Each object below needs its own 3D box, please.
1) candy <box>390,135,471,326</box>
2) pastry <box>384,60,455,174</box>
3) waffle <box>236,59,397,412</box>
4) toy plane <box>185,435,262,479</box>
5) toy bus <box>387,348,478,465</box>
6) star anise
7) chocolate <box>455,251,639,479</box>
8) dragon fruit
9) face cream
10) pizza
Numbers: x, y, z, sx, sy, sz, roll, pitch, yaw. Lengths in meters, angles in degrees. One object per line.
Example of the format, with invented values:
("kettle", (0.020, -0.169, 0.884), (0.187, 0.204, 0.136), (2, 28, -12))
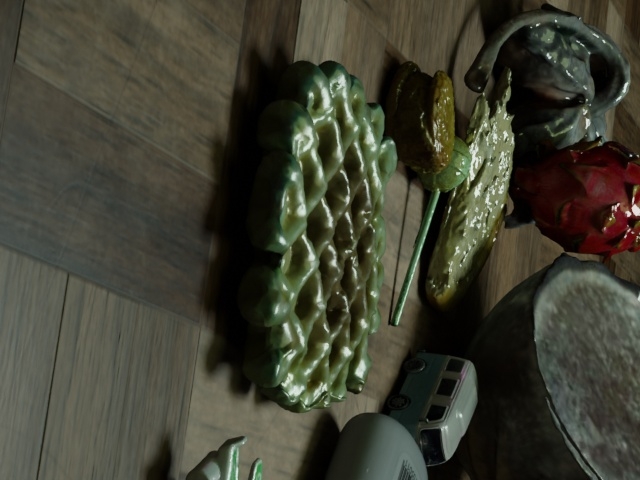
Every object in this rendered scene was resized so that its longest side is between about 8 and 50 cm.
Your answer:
("candy", (0.101, -0.010, 1.943), (0.061, 0.061, 0.202), (41, 64, -64))
("pastry", (0.099, -0.118, 1.890), (0.097, 0.057, 0.109), (-27, 120, -68))
("waffle", (0.000, 0.000, 1.650), (0.309, 0.056, 0.292), (19, 75, -69))
("toy plane", (-0.066, 0.231, 1.486), (0.174, 0.080, 0.174), (5, 90, -67))
("toy bus", (0.111, 0.169, 1.947), (0.123, 0.075, 0.060), (-61, 148, -48))
("star anise", (0.271, -0.146, 2.233), (0.359, 0.139, 0.316), (-50, 135, -44))
("chocolate", (0.253, 0.190, 2.107), (0.303, 0.213, 0.303), (27, 49, -36))
("dragon fruit", (0.287, -0.047, 2.132), (0.133, 0.166, 0.136), (100, 2, -86))
("face cream", (0.017, 0.322, 1.718), (0.163, 0.080, 0.336), (73, 29, -46))
("pizza", (0.169, -0.052, 2.054), (0.181, 0.034, 0.262), (-22, 127, -67))
